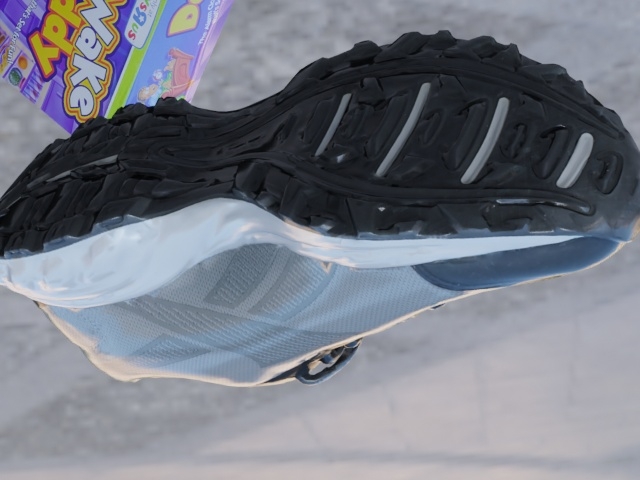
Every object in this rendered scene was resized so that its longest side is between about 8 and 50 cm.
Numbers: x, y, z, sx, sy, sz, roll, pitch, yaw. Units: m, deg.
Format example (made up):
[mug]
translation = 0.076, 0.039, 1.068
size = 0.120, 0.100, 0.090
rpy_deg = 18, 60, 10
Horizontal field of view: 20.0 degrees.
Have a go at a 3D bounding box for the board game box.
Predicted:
[board game box]
translation = -0.141, -0.263, 1.212
size = 0.078, 0.233, 0.347
rpy_deg = -17, 139, -53

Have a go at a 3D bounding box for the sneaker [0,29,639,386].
[sneaker]
translation = 0.000, 0.000, 0.660
size = 0.272, 0.100, 0.108
rpy_deg = -7, 129, 38
